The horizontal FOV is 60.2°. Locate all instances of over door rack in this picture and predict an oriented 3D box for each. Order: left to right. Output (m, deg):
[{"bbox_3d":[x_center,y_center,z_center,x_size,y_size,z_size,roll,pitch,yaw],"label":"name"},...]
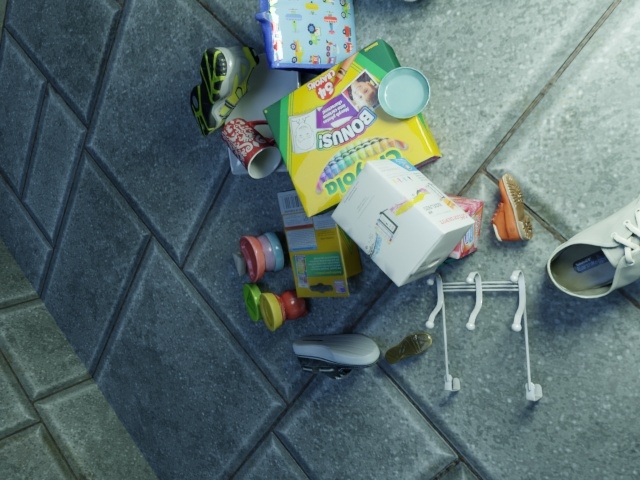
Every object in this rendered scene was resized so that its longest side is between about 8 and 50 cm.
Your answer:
[{"bbox_3d":[0.390,0.238,1.346,0.240,0.108,0.323,-5,98,40],"label":"over door rack"}]

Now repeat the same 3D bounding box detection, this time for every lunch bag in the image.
[{"bbox_3d":[-0.046,-0.536,1.371,0.138,0.293,0.220,4,103,38],"label":"lunch bag"}]

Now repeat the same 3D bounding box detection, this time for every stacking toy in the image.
[{"bbox_3d":[-0.165,0.126,1.794,0.279,0.131,0.308,-18,87,66],"label":"stacking toy"}]

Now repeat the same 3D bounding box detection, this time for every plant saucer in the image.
[{"bbox_3d":[0.194,-0.342,1.287,0.120,0.021,0.119,0,89,10],"label":"plant saucer"}]

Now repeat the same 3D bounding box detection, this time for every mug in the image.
[{"bbox_3d":[-0.194,-0.285,1.623,0.169,0.150,0.113,46,165,29],"label":"mug"}]

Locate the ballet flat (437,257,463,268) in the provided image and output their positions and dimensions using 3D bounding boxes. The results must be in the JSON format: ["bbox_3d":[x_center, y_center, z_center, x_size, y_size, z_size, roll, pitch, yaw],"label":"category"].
[{"bbox_3d":[0.313,0.045,1.407,0.114,0.041,0.041,-26,85,39],"label":"ballet flat"}]

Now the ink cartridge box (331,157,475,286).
[{"bbox_3d":[0.184,-0.046,1.233,0.232,0.171,0.168,47,123,21],"label":"ink cartridge box"}]

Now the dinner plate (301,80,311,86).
[{"bbox_3d":[-0.030,-0.385,1.580,0.141,0.017,0.141,11,108,38],"label":"dinner plate"}]

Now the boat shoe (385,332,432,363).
[{"bbox_3d":[0.248,0.296,1.521,0.153,0.048,0.056,-40,64,31],"label":"boat shoe"}]

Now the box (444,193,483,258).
[{"bbox_3d":[0.255,-0.051,1.367,0.257,0.123,0.128,15,109,35],"label":"box"}]

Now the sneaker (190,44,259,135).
[{"bbox_3d":[-0.284,-0.429,1.634,0.145,0.147,0.385,65,151,5],"label":"sneaker"}]

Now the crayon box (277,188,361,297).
[{"bbox_3d":[0.000,0.000,1.611,0.203,0.083,0.322,-6,97,39],"label":"crayon box"}]

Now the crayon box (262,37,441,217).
[{"bbox_3d":[0.073,-0.274,1.411,0.363,0.106,0.312,-25,84,24],"label":"crayon box"}]

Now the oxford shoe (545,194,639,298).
[{"bbox_3d":[0.635,-0.012,1.073,0.449,0.130,0.169,-39,75,37],"label":"oxford shoe"}]

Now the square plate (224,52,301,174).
[{"bbox_3d":[-0.166,-0.376,1.657,0.344,0.049,0.346,3,103,43],"label":"square plate"}]

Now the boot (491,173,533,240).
[{"bbox_3d":[0.425,-0.072,1.272,0.085,0.059,0.157,-11,95,45],"label":"boot"}]

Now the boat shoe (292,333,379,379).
[{"bbox_3d":[0.055,0.352,1.652,0.335,0.121,0.119,-5,106,50],"label":"boat shoe"}]
